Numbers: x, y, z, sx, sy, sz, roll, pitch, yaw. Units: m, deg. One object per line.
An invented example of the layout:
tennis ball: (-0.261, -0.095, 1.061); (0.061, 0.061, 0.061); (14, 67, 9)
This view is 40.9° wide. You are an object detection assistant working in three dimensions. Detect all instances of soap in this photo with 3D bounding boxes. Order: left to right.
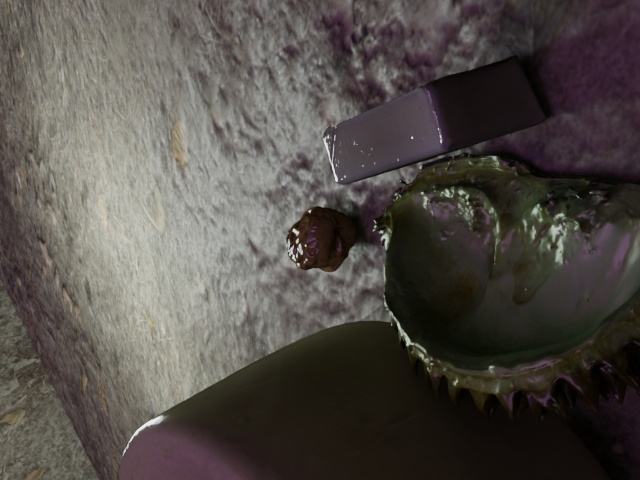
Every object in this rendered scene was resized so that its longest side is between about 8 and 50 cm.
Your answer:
soap: (0.097, -0.106, 0.778); (0.183, 0.121, 0.064); (-13, 95, 61)

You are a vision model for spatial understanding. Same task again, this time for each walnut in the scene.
walnut: (0.000, 0.000, 1.041); (0.096, 0.079, 0.083); (-27, 83, 59)

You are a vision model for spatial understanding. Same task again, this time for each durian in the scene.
durian: (0.156, 0.034, 0.741); (0.394, 0.163, 0.198); (32, 131, 55)

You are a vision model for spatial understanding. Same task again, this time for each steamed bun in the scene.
steamed bun: (0.058, 0.260, 0.814); (0.456, 0.371, 0.290); (32, 132, 33)
